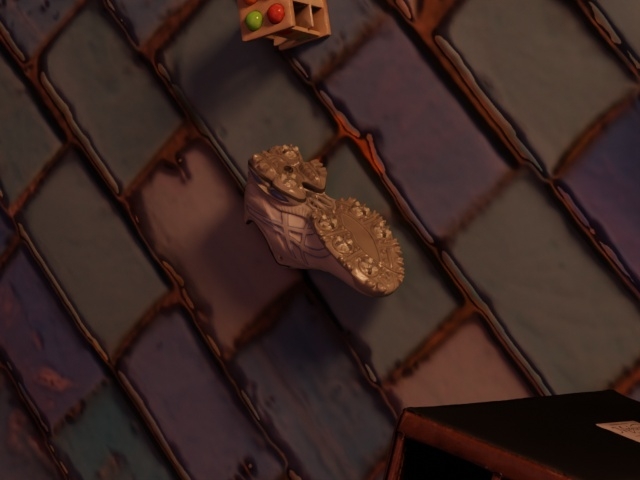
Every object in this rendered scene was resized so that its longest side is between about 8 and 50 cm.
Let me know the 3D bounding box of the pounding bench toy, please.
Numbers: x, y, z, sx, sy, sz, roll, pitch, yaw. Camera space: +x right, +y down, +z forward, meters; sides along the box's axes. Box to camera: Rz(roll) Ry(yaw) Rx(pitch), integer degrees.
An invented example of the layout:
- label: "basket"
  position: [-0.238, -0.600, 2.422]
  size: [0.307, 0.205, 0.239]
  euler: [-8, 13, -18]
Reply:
- label: "pounding bench toy"
  position: [-0.046, -0.191, 1.516]
  size: [0.083, 0.065, 0.052]
  euler: [-14, 80, 34]

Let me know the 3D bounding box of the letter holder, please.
- label: "letter holder"
  position: [0.165, 0.230, 1.207]
  size: [0.152, 0.302, 0.214]
  euler: [20, 99, 33]

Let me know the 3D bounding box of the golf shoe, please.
- label: "golf shoe"
  position: [0.000, 0.000, 1.489]
  size: [0.176, 0.069, 0.086]
  euler: [47, 133, 30]
